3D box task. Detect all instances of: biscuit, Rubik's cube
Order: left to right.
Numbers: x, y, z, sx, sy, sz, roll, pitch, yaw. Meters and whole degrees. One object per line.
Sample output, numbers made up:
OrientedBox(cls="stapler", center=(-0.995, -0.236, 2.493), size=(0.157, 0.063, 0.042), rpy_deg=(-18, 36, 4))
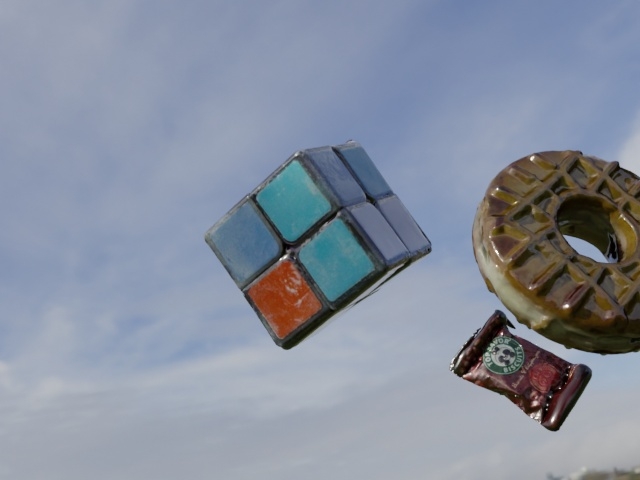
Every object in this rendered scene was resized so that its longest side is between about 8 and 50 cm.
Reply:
OrientedBox(cls="Rubik's cube", center=(0.000, 0.000, 2.159), size=(0.316, 0.318, 0.313), rpy_deg=(-40, -8, 24))
OrientedBox(cls="biscuit", center=(0.371, 0.238, 1.854), size=(0.151, 0.235, 0.063), rpy_deg=(-47, -27, -23))
OrientedBox(cls="biscuit", center=(0.369, 0.009, 1.405), size=(0.332, 0.332, 0.103), rpy_deg=(-6, -36, -19))
